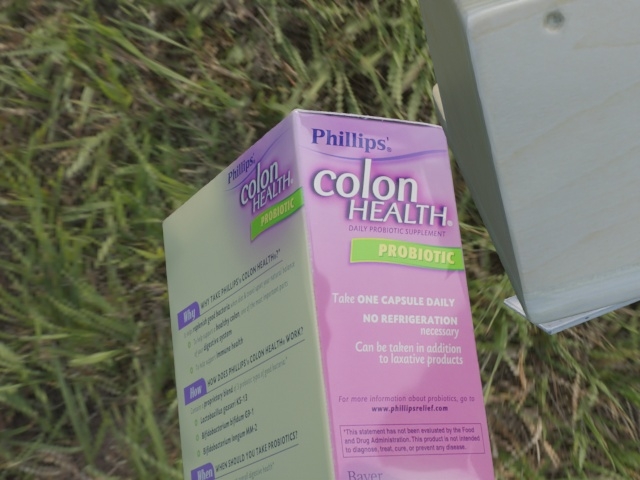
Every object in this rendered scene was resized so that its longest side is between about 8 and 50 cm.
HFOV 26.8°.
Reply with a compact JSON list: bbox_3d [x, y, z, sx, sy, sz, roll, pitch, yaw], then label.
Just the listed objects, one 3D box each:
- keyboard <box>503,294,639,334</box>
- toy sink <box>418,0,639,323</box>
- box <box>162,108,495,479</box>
[{"bbox_3d":[0.315,0.042,1.421,0.256,0.072,0.014,-18,127,-27],"label":"keyboard"},{"bbox_3d":[0.121,-0.093,0.548,0.152,0.234,0.131,-15,116,3],"label":"toy sink"},{"bbox_3d":[-0.004,0.068,0.900,0.117,0.213,0.243,3,70,-29],"label":"box"}]
